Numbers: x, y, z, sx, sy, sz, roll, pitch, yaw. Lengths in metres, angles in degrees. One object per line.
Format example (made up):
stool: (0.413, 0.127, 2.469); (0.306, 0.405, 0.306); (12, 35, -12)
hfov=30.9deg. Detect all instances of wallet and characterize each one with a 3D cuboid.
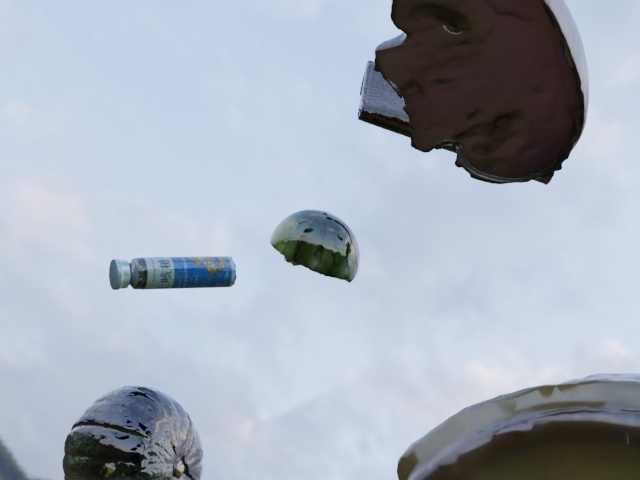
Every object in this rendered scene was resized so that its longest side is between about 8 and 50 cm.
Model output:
wallet: (0.164, -0.143, 1.400); (0.243, 0.133, 0.039); (18, -53, -7)

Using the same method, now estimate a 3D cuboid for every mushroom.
mushroom: (0.134, -0.141, 0.881); (0.141, 0.117, 0.188); (-11, -66, 38)

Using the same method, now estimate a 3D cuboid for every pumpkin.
pumpkin: (-0.262, 0.316, 1.646); (0.161, 0.221, 0.220); (1, -36, 29)

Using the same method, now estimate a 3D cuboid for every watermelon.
watermelon: (0.000, 0.000, 1.265); (0.105, 0.105, 0.062); (24, -72, -2)

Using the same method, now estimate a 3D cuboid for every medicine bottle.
medicine bottle: (-0.224, 0.050, 1.766); (0.191, 0.051, 0.051); (-2, -20, -27)

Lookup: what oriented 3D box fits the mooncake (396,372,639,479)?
mooncake: (0.215, 0.287, 0.793); (0.394, 0.393, 0.246); (33, 13, 20)
